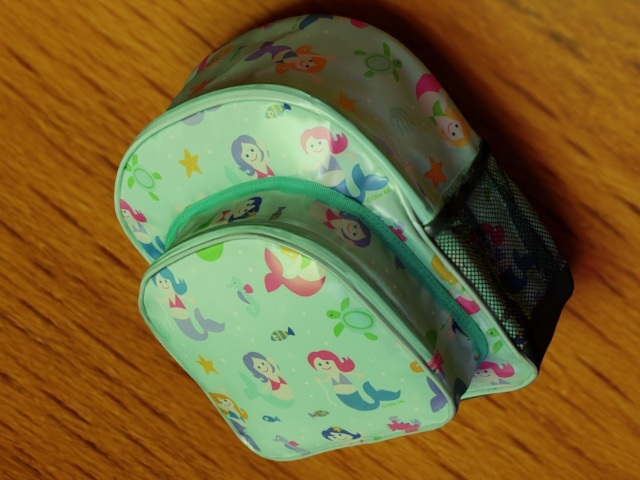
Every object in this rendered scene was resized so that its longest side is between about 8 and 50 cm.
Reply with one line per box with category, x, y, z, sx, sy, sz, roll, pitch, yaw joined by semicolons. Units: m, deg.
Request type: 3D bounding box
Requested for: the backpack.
backpack;0.000;0.000;1.002;0.225;0.191;0.253;-18;113;41
